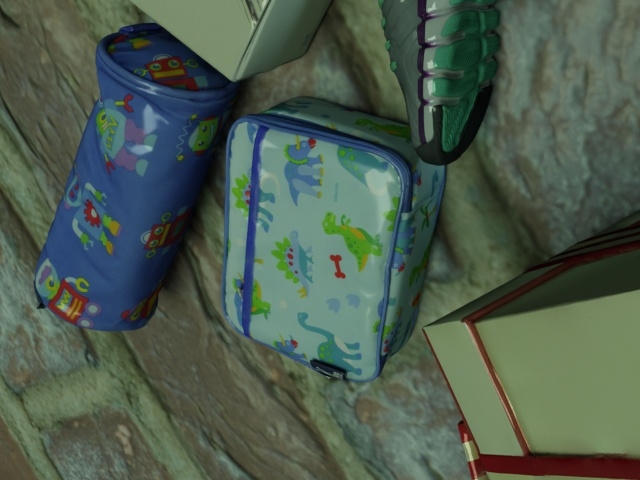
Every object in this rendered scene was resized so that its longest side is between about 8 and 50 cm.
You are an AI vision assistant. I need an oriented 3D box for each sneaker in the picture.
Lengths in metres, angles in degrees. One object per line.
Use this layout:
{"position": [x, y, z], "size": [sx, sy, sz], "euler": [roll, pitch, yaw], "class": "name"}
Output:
{"position": [0.068, -0.168, 0.566], "size": [0.098, 0.083, 0.224], "euler": [12, 107, 37], "class": "sneaker"}

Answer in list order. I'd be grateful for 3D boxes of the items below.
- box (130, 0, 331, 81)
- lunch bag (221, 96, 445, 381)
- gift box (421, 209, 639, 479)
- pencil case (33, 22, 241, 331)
{"position": [-0.123, -0.245, 0.616], "size": [0.275, 0.113, 0.094], "euler": [38, 125, 9], "class": "box"}
{"position": [0.000, 0.000, 0.672], "size": [0.176, 0.090, 0.219], "euler": [22, 121, 24], "class": "lunch bag"}
{"position": [0.229, 0.114, 0.433], "size": [0.258, 0.255, 0.277], "euler": [-24, 85, 62], "class": "gift box"}
{"position": [-0.175, -0.051, 0.733], "size": [0.133, 0.119, 0.306], "euler": [42, 127, 18], "class": "pencil case"}
